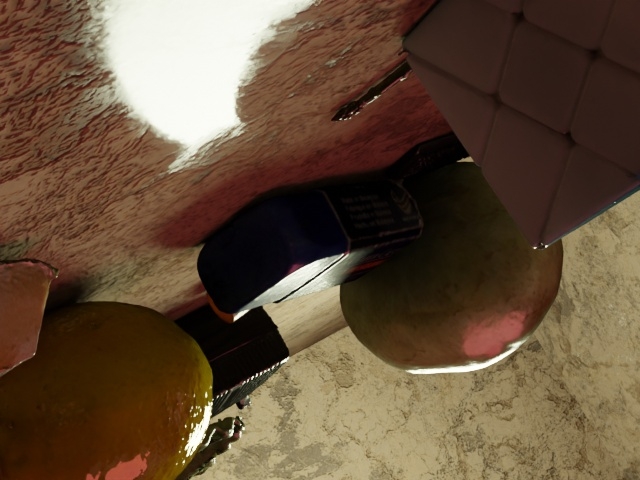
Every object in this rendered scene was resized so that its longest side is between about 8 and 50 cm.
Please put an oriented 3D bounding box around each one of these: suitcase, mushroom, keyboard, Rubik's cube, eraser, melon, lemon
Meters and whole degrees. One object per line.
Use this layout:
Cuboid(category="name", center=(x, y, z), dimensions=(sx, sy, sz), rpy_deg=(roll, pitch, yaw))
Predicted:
Cuboid(category="suitcase", center=(-0.203, 0.226, 1.682), dimensions=(0.230, 0.152, 0.335), rpy_deg=(-27, 170, -26))
Cuboid(category="mushroom", center=(0.195, 0.042, 1.497), dimensions=(0.352, 0.352, 0.260), rpy_deg=(-35, 127, 21))
Cuboid(category="keyboard", center=(0.185, -0.129, 1.438), dimensions=(0.230, 0.025, 0.094), rpy_deg=(-23, 165, -42))
Cuboid(category="Rubik's cube", center=(0.249, -0.159, 0.856), dimensions=(0.225, 0.221, 0.231), rpy_deg=(-24, 169, -39))
Cuboid(category="eraser", center=(0.000, 0.000, 1.272), dimensions=(0.155, 0.101, 0.332), rpy_deg=(-35, 169, 29))
Cuboid(category="melon", center=(-0.271, 0.068, 0.825), dimensions=(0.139, 0.093, 0.202), rpy_deg=(-37, 177, -13))
Cuboid(category="lemon", center=(-0.239, 0.178, 1.076), dimensions=(0.236, 0.236, 0.263), rpy_deg=(-38, -165, 36))

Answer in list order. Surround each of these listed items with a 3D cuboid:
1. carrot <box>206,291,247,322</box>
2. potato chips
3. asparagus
Cuboid(category="carrot", center=(-0.067, 0.047, 1.496), dimensions=(0.210, 0.061, 0.061), rpy_deg=(-32, 172, -27))
Cuboid(category="potato chips", center=(-0.307, 0.319, 1.494), dimensions=(0.373, 0.097, 0.389), rpy_deg=(5, 152, -13))
Cuboid(category="asparagus", center=(0.057, -0.146, 0.964), dimensions=(0.114, 0.014, 0.015), rpy_deg=(-36, 136, 22))
